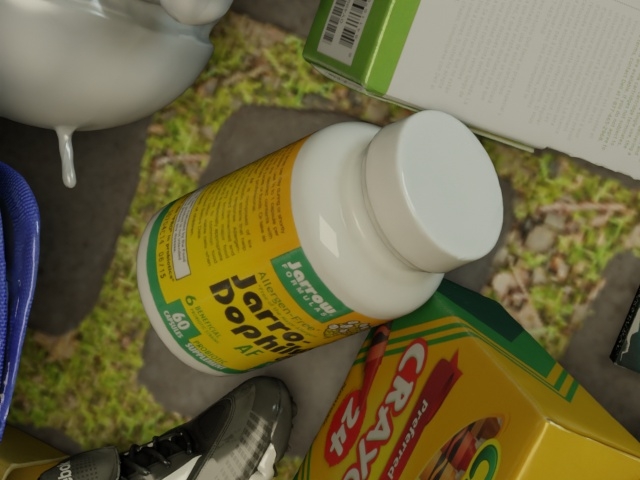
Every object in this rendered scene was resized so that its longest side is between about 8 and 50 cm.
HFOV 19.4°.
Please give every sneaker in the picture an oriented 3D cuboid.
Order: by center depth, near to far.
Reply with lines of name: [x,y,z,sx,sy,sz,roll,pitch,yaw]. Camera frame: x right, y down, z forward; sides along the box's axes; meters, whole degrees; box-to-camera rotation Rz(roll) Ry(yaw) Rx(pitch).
sneaker: [-0.117,0.161,1.159,0.234,0.078,0.106,-45,119,11]

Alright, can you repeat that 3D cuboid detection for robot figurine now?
robot figurine: [-0.132,-0.216,1.089,0.300,0.199,0.354,27,100,49]

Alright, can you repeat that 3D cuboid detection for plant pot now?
plant pot: [-0.227,0.154,1.195,0.083,0.081,0.081,31,99,18]

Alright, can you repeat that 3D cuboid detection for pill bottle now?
pill bottle: [0.000,0.000,1.081,0.208,0.117,0.118,-23,90,41]

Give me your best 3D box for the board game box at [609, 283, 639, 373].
board game box: [0.265,0.009,1.112,0.126,0.026,0.186,21,98,-2]

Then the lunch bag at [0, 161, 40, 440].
lunch bag: [-0.330,-0.040,1.048,0.239,0.327,0.386,-28,117,-30]

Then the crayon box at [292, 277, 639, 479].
crayon box: [0.073,0.155,1.018,0.081,0.318,0.202,24,98,-19]

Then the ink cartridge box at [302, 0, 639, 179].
ink cartridge box: [0.145,-0.146,1.107,0.255,0.097,0.189,17,98,-26]

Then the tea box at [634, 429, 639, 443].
tea box: [0.255,0.325,1.049,0.329,0.220,0.324,28,98,8]
